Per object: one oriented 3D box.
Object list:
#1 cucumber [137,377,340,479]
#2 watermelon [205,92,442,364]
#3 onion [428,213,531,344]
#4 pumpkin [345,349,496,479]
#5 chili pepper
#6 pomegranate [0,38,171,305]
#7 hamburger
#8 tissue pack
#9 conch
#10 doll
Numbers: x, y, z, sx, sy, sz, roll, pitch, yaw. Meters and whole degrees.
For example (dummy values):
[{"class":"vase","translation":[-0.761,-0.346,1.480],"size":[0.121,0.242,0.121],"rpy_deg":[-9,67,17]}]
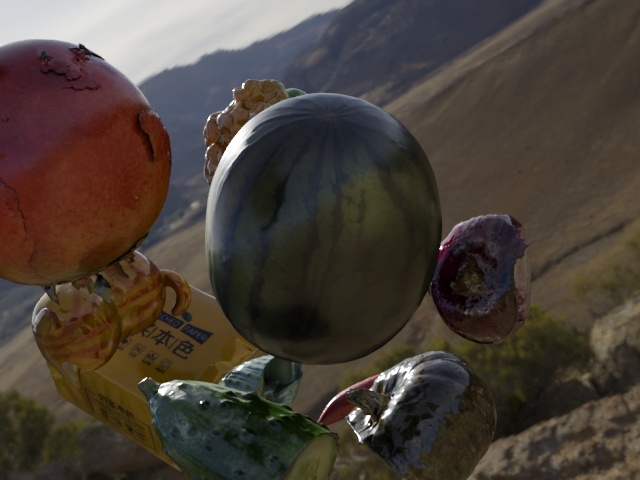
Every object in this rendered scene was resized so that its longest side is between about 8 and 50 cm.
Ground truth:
[{"class":"cucumber","translation":[-0.108,0.218,0.946],"size":[0.244,0.134,0.134],"rpy_deg":[27,47,26]},{"class":"watermelon","translation":[0.000,0.000,1.009],"size":[0.279,0.278,0.359],"rpy_deg":[-41,-24,-39]},{"class":"onion","translation":[0.220,0.055,1.170],"size":[0.135,0.173,0.198],"rpy_deg":[4,-8,19]},{"class":"pumpkin","translation":[0.173,0.293,1.496],"size":[0.232,0.242,0.325],"rpy_deg":[-55,10,-7]},{"class":"chili pepper","translation":[0.172,0.359,1.921],"size":[0.368,0.137,0.092],"rpy_deg":[6,14,-13]},{"class":"pomegranate","translation":[-0.229,-0.055,0.731],"size":[0.210,0.235,0.210],"rpy_deg":[-5,38,4]},{"class":"hamburger","translation":[-0.103,-0.155,1.385],"size":[0.237,0.148,0.237],"rpy_deg":[-25,57,45]},{"class":"tissue pack","translation":[-0.307,0.247,1.711],"size":[0.381,0.228,0.293],"rpy_deg":[22,47,27]},{"class":"conch","translation":[-0.112,0.270,1.360],"size":[0.131,0.172,0.200],"rpy_deg":[-5,50,29]},{"class":"doll","translation":[-0.369,0.118,1.435],"size":[0.162,0.167,0.269],"rpy_deg":[-13,18,38]}]
